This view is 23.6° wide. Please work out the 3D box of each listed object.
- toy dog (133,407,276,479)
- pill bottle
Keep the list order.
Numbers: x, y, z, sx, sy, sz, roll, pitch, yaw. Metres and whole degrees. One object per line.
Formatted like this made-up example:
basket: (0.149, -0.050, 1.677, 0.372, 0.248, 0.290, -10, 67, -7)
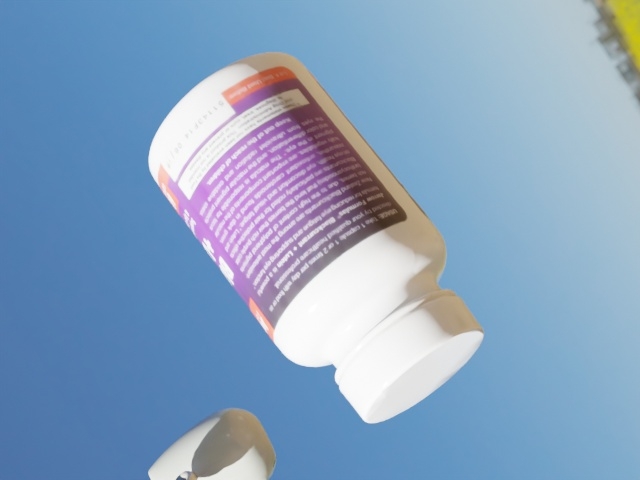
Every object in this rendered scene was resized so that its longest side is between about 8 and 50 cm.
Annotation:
toy dog: (-0.157, 0.295, 1.224, 0.161, 0.333, 0.220, 53, -162, -10)
pill bottle: (0.000, 0.000, 0.836, 0.193, 0.108, 0.108, 52, -169, 20)
